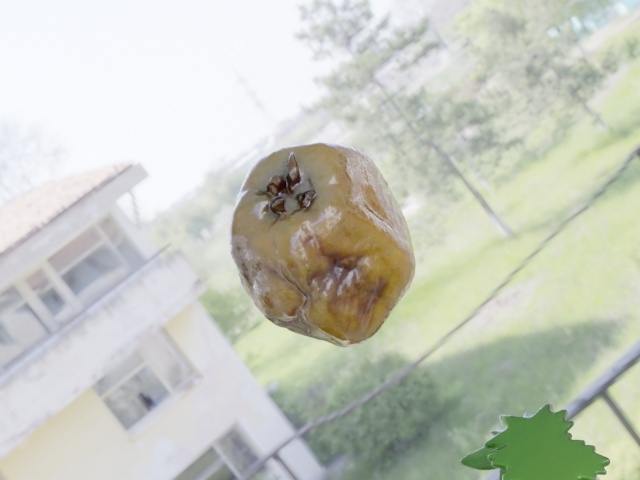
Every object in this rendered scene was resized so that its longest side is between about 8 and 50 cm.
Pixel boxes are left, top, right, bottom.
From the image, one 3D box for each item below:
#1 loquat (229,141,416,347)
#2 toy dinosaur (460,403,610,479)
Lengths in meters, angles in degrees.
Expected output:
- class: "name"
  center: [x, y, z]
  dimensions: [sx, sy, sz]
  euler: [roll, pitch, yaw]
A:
- class: "loquat"
  center: [0.000, 0.000, 0.742]
  dimensions: [0.113, 0.137, 0.137]
  euler: [-2, 26, 32]
- class: "toy dinosaur"
  center: [0.242, 0.265, 1.199]
  dimensions: [0.194, 0.177, 0.152]
  euler: [-31, 37, -15]
